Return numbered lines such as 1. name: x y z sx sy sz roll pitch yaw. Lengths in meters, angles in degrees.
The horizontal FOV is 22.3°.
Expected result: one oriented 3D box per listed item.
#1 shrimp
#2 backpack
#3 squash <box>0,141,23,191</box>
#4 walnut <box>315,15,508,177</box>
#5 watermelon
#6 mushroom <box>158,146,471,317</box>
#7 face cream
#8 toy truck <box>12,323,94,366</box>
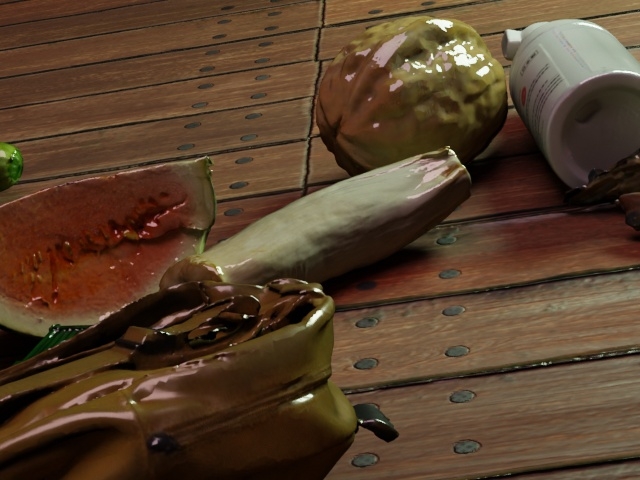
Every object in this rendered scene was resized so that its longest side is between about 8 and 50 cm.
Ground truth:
1. shrimp: 0.362 -0.060 1.617 0.254 0.059 0.145 -29 33 22
2. backpack: -0.140 0.160 1.137 0.378 0.201 0.353 -24 7 -4
3. squash: -0.499 -0.090 2.076 0.292 0.082 0.082 4 27 27
4. walnut: 0.104 -0.158 1.839 0.245 0.198 0.198 -29 29 -29
5. watermelon: -0.233 0.039 1.617 0.303 0.159 0.128 -16 53 -18
6. mushroom: 0.000 0.000 1.628 0.351 0.095 0.123 -27 1 -25
7. face cream: 0.290 -0.179 1.854 0.145 0.145 0.370 -11 24 0
8. toy truck: -0.139 0.133 1.401 0.259 0.088 0.121 -2 25 23
